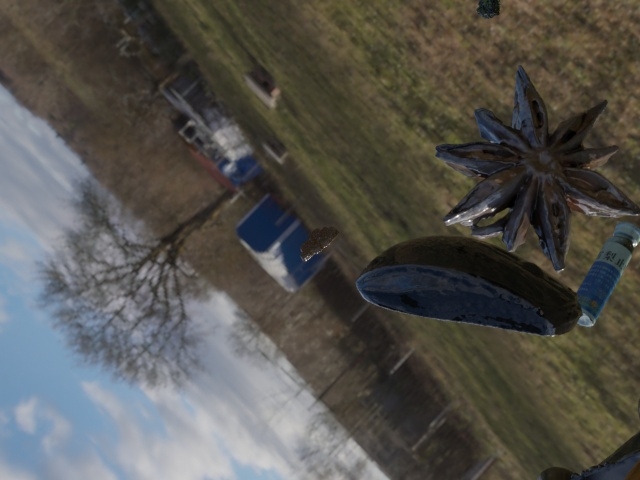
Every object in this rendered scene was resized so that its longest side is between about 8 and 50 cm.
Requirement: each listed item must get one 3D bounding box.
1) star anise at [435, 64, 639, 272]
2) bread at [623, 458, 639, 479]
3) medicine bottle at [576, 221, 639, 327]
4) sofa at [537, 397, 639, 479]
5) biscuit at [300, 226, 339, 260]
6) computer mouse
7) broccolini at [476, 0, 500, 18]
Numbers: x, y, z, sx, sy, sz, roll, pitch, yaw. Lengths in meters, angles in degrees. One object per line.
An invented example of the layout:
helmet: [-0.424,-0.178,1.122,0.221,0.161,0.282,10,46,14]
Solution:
star anise: [0.209,-0.066,0.804,0.195,0.182,0.065,27,169,14]
bread: [0.245,0.190,0.536,0.114,0.132,0.190,15,-166,35]
medicine bottle: [0.473,0.055,1.413,0.051,0.191,0.051,32,161,12]
sofa: [0.421,0.339,1.217,0.182,0.258,0.200,42,-156,-3]
biscuit: [0.000,0.000,1.537,0.016,0.092,0.082,49,-142,-23]
computer mouse: [0.176,0.042,1.008,0.269,0.086,0.137,9,-163,17]
broccolini: [0.229,-0.379,1.178,0.030,0.035,0.140,-51,-45,-69]
